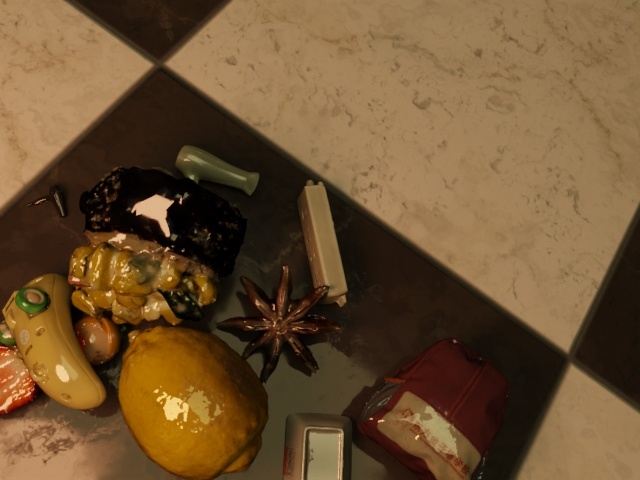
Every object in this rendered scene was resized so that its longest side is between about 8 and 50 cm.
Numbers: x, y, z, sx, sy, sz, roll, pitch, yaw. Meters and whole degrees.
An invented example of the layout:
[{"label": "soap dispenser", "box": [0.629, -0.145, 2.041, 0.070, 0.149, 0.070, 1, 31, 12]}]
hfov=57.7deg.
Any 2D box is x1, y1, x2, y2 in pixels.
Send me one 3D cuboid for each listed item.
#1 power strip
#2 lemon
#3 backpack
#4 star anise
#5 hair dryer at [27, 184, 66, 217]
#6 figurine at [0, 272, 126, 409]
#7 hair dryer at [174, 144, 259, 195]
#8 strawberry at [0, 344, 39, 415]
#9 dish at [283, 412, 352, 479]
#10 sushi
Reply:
[{"label": "power strip", "box": [0.000, 0.000, 1.427, 0.058, 0.098, 0.338, -6, 71, -18]}, {"label": "lemon", "box": [-0.259, 0.324, 1.166, 0.316, 0.285, 0.285, 14, 66, 16]}, {"label": "backpack", "box": [0.271, 0.376, 1.296, 0.283, 0.197, 0.317, 41, 63, 6]}, {"label": "star anise", "box": [-0.095, 0.193, 1.333, 0.288, 0.088, 0.288, 0, 88, -1]}, {"label": "hair dryer", "box": [-0.643, -0.084, 1.368, 0.083, 0.031, 0.079, -18, 83, -3]}, {"label": "figurine", "box": [-0.518, 0.204, 1.203, 0.124, 0.222, 0.324, -48, 65, 21]}, {"label": "hair dryer", "box": [-0.283, -0.099, 1.434, 0.206, 0.075, 0.237, 22, 75, -10]}, {"label": "strawberry", "box": [-0.654, 0.296, 1.192, 0.187, 0.082, 0.146, -41, 77, -16]}, {"label": "dish", "box": [0.000, 0.497, 1.263, 0.154, 0.064, 0.234, 6, 70, -10]}, {"label": "sushi", "box": [-0.331, 0.036, 1.192, 0.328, 0.328, 0.285, 33, 61, -43]}]
